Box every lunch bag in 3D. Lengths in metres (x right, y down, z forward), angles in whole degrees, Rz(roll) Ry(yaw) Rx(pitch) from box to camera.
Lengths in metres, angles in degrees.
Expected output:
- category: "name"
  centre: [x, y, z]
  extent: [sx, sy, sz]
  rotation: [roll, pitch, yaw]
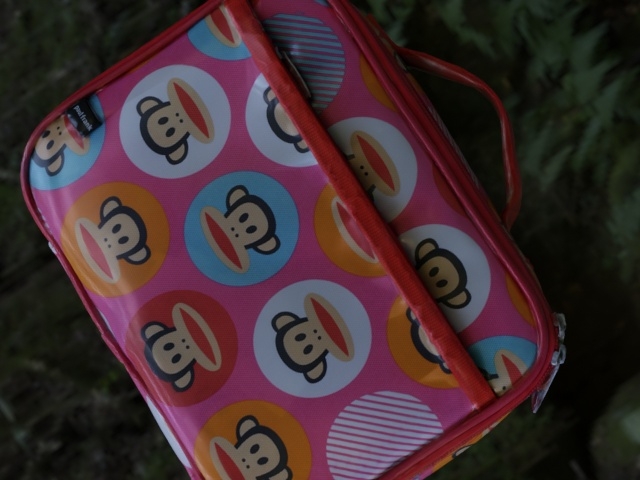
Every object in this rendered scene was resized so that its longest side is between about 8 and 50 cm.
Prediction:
- category: "lunch bag"
  centre: [0.000, 0.000, 0.879]
  extent: [0.293, 0.258, 0.120]
  rotation: [57, -174, 8]
